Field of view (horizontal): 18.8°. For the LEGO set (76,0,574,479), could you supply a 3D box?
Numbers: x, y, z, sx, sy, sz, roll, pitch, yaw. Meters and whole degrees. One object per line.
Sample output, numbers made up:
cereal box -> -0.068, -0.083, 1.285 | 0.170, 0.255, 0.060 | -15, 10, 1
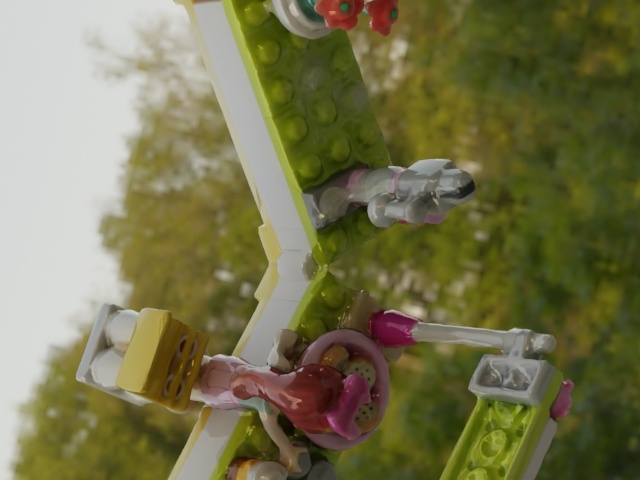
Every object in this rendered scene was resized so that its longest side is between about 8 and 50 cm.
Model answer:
LEGO set -> 0.000, 0.000, 0.514 | 0.107, 0.132, 0.287 | 3, 83, 52
